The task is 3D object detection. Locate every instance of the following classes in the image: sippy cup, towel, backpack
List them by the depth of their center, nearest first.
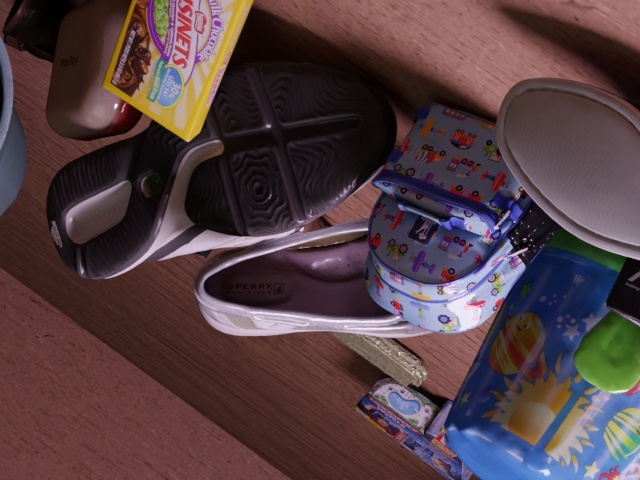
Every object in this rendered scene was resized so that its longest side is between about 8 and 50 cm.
[{"bbox_3d":[0.112,-0.014,1.614,0.158,0.173,0.117,28,162,31],"label":"backpack"},{"bbox_3d":[0.237,0.136,1.688,0.240,0.224,0.305,23,159,39],"label":"sippy cup"},{"bbox_3d":[0.077,0.143,2.416,0.148,0.027,0.110,35,165,3],"label":"towel"}]

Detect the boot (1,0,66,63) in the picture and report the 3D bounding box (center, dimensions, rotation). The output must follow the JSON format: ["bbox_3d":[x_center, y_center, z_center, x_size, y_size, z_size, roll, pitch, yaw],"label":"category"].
[{"bbox_3d":[-0.294,-0.238,2.046,0.106,0.082,0.219,28,175,-8],"label":"boot"}]

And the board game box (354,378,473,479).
[{"bbox_3d":[0.152,0.252,2.514,0.194,0.060,0.194,36,163,2],"label":"board game box"}]

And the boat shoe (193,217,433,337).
[{"bbox_3d":[0.037,0.035,1.763,0.320,0.118,0.103,-3,175,-1],"label":"boat shoe"}]

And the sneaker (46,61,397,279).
[{"bbox_3d":[-0.053,-0.086,1.869,0.447,0.257,0.169,-17,88,41],"label":"sneaker"}]

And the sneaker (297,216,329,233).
[{"bbox_3d":[0.000,0.000,2.136,0.071,0.066,0.188,17,167,6],"label":"sneaker"}]

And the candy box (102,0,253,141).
[{"bbox_3d":[-0.128,-0.196,1.682,0.105,0.027,0.206,32,130,8],"label":"candy box"}]

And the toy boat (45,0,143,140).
[{"bbox_3d":[-0.198,-0.175,1.939,0.151,0.151,0.231,11,175,-24],"label":"toy boat"}]

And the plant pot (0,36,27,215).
[{"bbox_3d":[-0.541,-0.147,2.414,0.341,0.341,0.334,34,173,8],"label":"plant pot"}]

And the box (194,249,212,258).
[{"bbox_3d":[-0.179,-0.024,2.439,0.083,0.052,0.062,22,159,38],"label":"box"}]

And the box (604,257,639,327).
[{"bbox_3d":[0.374,0.096,1.448,0.216,0.060,0.270,24,178,36],"label":"box"}]

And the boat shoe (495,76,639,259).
[{"bbox_3d":[0.268,-0.034,1.355,0.302,0.114,0.091,36,-150,26],"label":"boat shoe"}]
